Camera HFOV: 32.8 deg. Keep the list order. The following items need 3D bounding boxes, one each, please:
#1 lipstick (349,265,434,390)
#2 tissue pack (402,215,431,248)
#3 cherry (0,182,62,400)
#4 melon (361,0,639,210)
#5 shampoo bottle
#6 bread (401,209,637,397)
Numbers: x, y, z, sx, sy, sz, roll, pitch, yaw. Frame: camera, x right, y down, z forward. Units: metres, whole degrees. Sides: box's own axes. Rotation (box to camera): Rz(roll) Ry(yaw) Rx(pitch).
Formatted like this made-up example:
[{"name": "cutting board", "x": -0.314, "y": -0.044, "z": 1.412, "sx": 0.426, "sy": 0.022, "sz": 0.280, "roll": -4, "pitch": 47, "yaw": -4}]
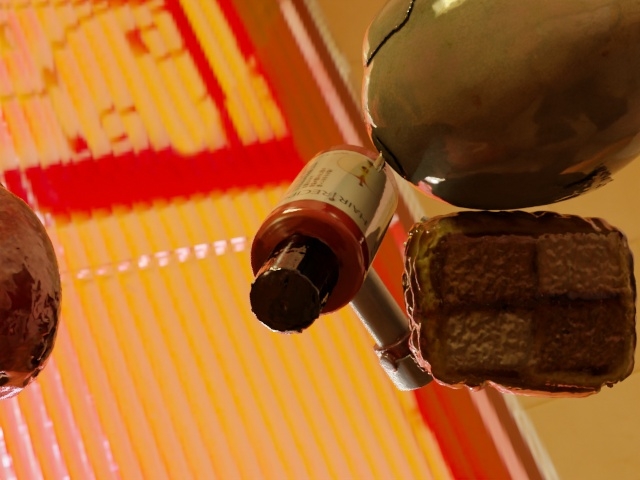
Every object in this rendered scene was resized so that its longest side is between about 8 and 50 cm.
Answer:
[{"name": "lipstick", "x": 0.056, "y": 0.071, "z": 1.147, "sx": 0.186, "sy": 0.057, "sz": 0.063, "roll": 55, "pitch": -32, "yaw": -10}, {"name": "tissue pack", "x": 0.245, "y": 0.059, "z": 1.529, "sx": 0.073, "sy": 0.173, "sz": 0.235, "roll": -55, "pitch": -144, "yaw": -4}, {"name": "cherry", "x": -0.337, "y": 0.042, "z": 1.049, "sx": 0.192, "sy": 0.175, "sz": 0.250, "roll": -41, "pitch": -136, "yaw": 50}, {"name": "melon", "x": 0.189, "y": -0.160, "z": 1.027, "sx": 0.268, "sy": 0.330, "sz": 0.268, "roll": 61, "pitch": -3, "yaw": 6}, {"name": "shampoo bottle", "x": 0.000, "y": 0.000, "z": 0.984, "sx": 0.104, "sy": 0.278, "sz": 0.104, "roll": 5, "pitch": -67, "yaw": 11}, {"name": "bread", "x": 0.189, "y": 0.061, "z": 1.045, "sx": 0.096, "sy": 0.222, "sz": 0.181, "roll": -156, "pitch": -113, "yaw": -83}]
